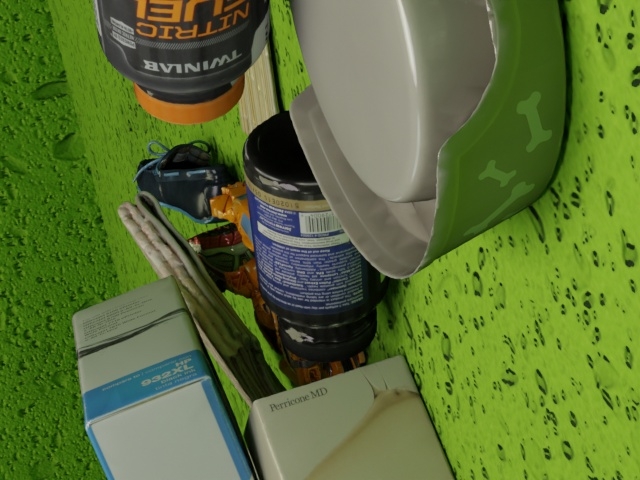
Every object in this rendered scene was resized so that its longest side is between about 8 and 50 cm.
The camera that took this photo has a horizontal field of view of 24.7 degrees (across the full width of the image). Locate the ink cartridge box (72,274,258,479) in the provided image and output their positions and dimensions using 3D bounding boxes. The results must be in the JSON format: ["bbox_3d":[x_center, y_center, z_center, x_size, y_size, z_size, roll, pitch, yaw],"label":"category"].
[{"bbox_3d":[-0.151,0.196,1.501,0.307,0.129,0.223,-125,13,-70],"label":"ink cartridge box"}]

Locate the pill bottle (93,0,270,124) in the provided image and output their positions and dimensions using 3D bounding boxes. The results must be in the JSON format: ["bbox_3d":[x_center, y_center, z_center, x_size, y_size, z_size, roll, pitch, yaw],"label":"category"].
[{"bbox_3d":[-0.100,-0.195,1.044,0.245,0.130,0.130,90,158,-52],"label":"pill bottle"}]

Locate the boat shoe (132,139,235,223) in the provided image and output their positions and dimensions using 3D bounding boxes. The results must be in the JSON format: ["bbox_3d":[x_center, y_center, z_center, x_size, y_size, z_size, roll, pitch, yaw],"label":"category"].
[{"bbox_3d":[-0.170,-0.091,1.962,0.258,0.109,0.089,19,119,53],"label":"boat shoe"}]

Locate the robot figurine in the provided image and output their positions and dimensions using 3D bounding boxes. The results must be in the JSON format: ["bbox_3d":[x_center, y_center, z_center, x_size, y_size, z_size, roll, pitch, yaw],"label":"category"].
[{"bbox_3d":[-0.035,0.054,1.586,0.291,0.085,0.211,-130,26,-58],"label":"robot figurine"}]

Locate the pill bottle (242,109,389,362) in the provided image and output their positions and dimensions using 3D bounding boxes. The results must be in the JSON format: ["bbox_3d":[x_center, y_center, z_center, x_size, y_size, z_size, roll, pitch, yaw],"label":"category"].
[{"bbox_3d":[0.000,0.000,1.312,0.123,0.123,0.219,-122,21,-48],"label":"pill bottle"}]

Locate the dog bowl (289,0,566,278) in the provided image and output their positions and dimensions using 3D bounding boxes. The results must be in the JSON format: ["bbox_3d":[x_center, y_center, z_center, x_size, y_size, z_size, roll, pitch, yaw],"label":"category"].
[{"bbox_3d":[0.051,-0.154,0.984,0.349,0.102,0.348,163,90,-76],"label":"dog bowl"}]

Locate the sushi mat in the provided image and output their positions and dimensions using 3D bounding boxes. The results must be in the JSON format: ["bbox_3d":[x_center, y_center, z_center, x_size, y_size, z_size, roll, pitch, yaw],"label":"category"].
[{"bbox_3d":[-0.079,-0.226,1.573,0.151,0.019,0.316,-128,26,-54],"label":"sushi mat"}]

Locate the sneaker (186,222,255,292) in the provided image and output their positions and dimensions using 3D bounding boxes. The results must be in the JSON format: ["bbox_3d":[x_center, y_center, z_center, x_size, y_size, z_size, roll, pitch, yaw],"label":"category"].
[{"bbox_3d":[-0.130,0.029,1.925,0.225,0.088,0.092,175,74,-78],"label":"sneaker"}]

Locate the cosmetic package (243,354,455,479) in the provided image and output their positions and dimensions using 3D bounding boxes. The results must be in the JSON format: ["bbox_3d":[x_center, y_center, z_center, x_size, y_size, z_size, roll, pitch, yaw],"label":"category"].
[{"bbox_3d":[0.055,0.281,1.355,0.113,0.160,0.309,108,142,-65],"label":"cosmetic package"}]

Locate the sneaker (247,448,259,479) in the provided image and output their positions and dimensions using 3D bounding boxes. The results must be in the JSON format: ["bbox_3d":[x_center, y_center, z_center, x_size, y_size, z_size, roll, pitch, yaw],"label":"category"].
[{"bbox_3d":[-0.045,0.343,1.887,0.115,0.090,0.232,-55,37,36],"label":"sneaker"}]

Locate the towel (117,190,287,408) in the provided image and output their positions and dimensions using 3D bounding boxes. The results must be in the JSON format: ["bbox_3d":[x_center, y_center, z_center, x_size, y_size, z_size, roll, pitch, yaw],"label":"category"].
[{"bbox_3d":[-0.109,0.126,1.793,0.332,0.053,0.317,49,170,44],"label":"towel"}]
